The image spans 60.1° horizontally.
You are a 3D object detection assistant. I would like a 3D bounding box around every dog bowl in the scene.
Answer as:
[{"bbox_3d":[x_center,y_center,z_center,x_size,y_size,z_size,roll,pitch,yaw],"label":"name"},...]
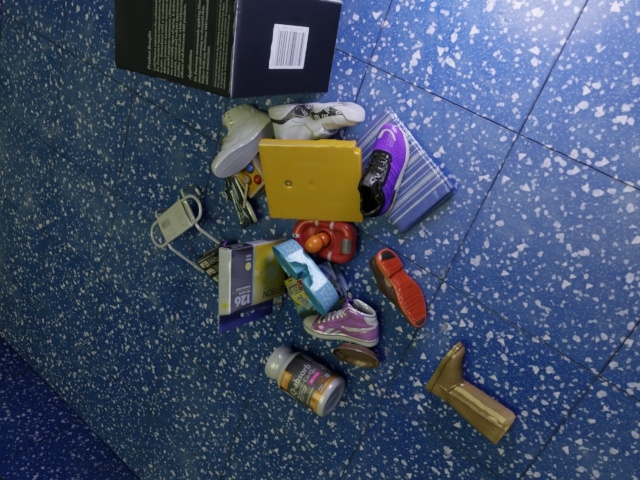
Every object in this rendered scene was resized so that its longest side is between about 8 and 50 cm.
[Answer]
[{"bbox_3d":[-0.047,0.119,1.880,0.297,0.074,0.166,51,166,12],"label":"dog bowl"}]

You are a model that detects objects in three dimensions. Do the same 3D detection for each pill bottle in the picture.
[{"bbox_3d":[-0.060,0.513,2.049,0.279,0.162,0.162,27,117,26],"label":"pill bottle"}]

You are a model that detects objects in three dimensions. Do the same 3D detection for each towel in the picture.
[{"bbox_3d":[0.235,-0.213,1.715,0.335,0.040,0.243,54,128,11],"label":"towel"}]

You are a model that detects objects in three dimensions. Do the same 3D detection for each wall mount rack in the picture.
[{"bbox_3d":[-0.527,-0.039,2.239,0.350,0.131,0.303,-30,82,37],"label":"wall mount rack"}]

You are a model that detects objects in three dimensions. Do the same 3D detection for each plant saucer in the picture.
[{"bbox_3d":[0.127,0.397,1.918,0.169,0.029,0.168,15,152,8],"label":"plant saucer"}]

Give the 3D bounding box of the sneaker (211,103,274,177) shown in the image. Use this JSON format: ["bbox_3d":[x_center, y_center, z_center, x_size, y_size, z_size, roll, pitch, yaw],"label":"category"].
[{"bbox_3d":[-0.300,-0.353,1.923,0.169,0.292,0.108,37,162,25],"label":"sneaker"}]

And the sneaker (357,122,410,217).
[{"bbox_3d":[0.177,-0.198,1.644,0.102,0.146,0.293,22,117,32],"label":"sneaker"}]

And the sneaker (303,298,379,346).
[{"bbox_3d":[0.068,0.260,1.914,0.283,0.102,0.160,5,120,22],"label":"sneaker"}]

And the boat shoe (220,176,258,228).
[{"bbox_3d":[-0.321,-0.166,2.067,0.079,0.095,0.254,-28,94,-5],"label":"boat shoe"}]

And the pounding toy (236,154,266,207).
[{"bbox_3d":[-0.243,-0.213,1.998,0.141,0.100,0.130,-41,79,35],"label":"pounding toy"}]

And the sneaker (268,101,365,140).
[{"bbox_3d":[-0.011,-0.337,1.786,0.366,0.137,0.210,9,110,37],"label":"sneaker"}]

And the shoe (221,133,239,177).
[{"bbox_3d":[-0.317,-0.314,1.988,0.058,0.077,0.218,-36,46,25],"label":"shoe"}]

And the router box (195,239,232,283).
[{"bbox_3d":[-0.391,0.087,2.196,0.179,0.046,0.133,-27,111,36],"label":"router box"}]

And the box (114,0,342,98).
[{"bbox_3d":[-0.271,-0.622,1.660,0.472,0.480,0.297,23,116,28],"label":"box"}]

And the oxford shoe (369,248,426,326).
[{"bbox_3d":[0.249,0.160,1.789,0.271,0.097,0.098,63,147,8],"label":"oxford shoe"}]

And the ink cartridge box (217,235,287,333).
[{"bbox_3d":[-0.236,0.154,1.958,0.072,0.304,0.306,8,103,33],"label":"ink cartridge box"}]

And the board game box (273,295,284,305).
[{"bbox_3d":[-0.181,0.197,2.127,0.090,0.020,0.090,11,109,32],"label":"board game box"}]

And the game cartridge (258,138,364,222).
[{"bbox_3d":[-0.024,-0.191,1.776,0.324,0.052,0.285,3,127,12],"label":"game cartridge"}]

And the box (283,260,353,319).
[{"bbox_3d":[-0.011,0.176,1.988,0.233,0.044,0.159,-26,89,37],"label":"box"}]

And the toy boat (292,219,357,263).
[{"bbox_3d":[0.000,0.000,1.862,0.231,0.151,0.150,14,111,31],"label":"toy boat"}]

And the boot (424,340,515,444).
[{"bbox_3d":[0.483,0.467,1.713,0.270,0.089,0.236,35,131,22],"label":"boot"}]
